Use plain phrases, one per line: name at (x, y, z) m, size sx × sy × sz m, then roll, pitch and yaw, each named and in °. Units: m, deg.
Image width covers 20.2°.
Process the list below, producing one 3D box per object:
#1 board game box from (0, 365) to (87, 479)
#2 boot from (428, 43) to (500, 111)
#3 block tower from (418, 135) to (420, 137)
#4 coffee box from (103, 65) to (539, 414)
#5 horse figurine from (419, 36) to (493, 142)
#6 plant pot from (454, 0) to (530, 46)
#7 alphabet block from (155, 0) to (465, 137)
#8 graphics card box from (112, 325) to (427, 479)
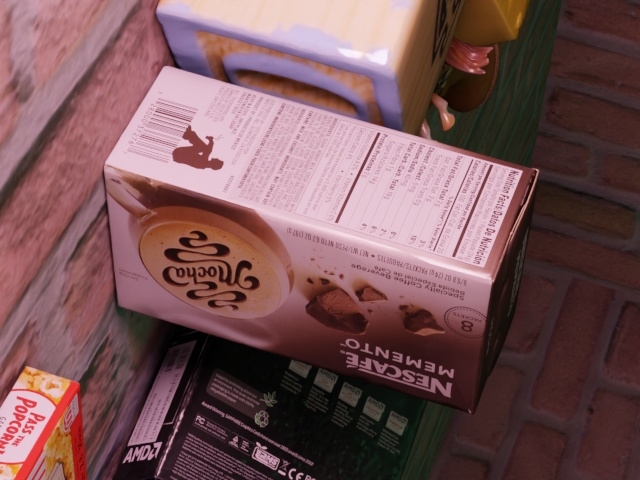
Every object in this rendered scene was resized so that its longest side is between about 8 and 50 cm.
board game box at (-0.220, 0.206, 1.222) m, size 0.147 × 0.045 × 0.193 m, roll 93°, pitch 17°, yaw -48°
boot at (0.149, -0.209, 2.235) m, size 0.283 × 0.109 × 0.220 m, roll 88°, pitch 20°, yaw -51°
block tower at (0.061, 0.035, 2.008) m, size 0.097 × 0.091 × 0.336 m, roll 85°, pitch 9°, yaw -76°
coffee box at (0.000, 0.000, 1.348) m, size 0.168 × 0.297 × 0.119 m, roll 93°, pitch 18°, yaw -50°
horse figurine at (0.024, -0.111, 1.554) m, size 0.263 × 0.174 × 0.066 m, roll -45°, pitch -156°, yaw -13°
plant pot at (0.097, -0.285, 1.608) m, size 0.212 × 0.187 × 0.212 m, roll 43°, pitch 63°, yaw -66°
alphabet block at (0.006, -0.198, 1.380) m, size 0.193 × 0.192 × 0.197 m, roll 77°, pitch 30°, yaw -71°
graphics card box at (-0.010, 0.100, 1.615) m, size 0.094 × 0.232 × 0.371 m, roll -18°, pitch -134°, yaw 55°
